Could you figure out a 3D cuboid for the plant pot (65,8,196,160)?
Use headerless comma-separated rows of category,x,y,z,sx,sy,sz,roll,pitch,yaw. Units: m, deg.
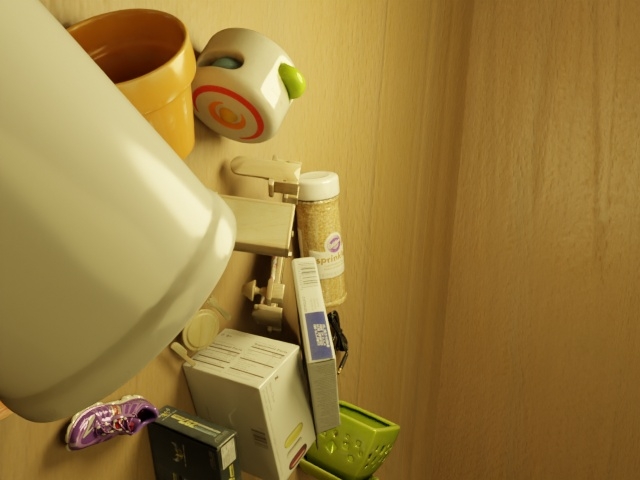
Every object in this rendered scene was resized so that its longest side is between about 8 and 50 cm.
plant pot,-0.280,-0.213,0.779,0.188,0.205,0.205,85,29,-51

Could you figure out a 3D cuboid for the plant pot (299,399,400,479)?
plant pot,0.078,0.615,1.524,0.227,0.228,0.207,31,75,-58

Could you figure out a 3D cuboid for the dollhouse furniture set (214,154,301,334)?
dollhouse furniture set,-0.153,0.021,1.179,0.355,0.173,0.303,101,-3,-64

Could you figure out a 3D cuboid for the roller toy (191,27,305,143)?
roller toy,-0.152,-0.283,0.968,0.191,0.209,0.146,31,65,-20

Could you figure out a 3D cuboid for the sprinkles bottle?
sprinkles bottle,0.000,0.000,1.352,0.121,0.121,0.355,-35,126,-52

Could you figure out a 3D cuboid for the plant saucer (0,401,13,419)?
plant saucer,-0.456,0.150,0.690,0.200,0.037,0.200,-22,116,-57

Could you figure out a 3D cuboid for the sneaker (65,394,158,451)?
sneaker,-0.350,0.308,0.870,0.170,0.071,0.068,-9,103,-58

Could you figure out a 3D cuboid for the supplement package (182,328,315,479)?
supplement package,-0.145,0.351,1.095,0.145,0.204,0.262,-41,129,-50

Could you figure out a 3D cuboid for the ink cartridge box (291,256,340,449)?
ink cartridge box,-0.010,0.266,1.222,0.324,0.071,0.330,-104,-173,-51

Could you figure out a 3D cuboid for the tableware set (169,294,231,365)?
tableware set,-0.272,0.143,1.002,0.128,0.039,0.194,-53,134,-23

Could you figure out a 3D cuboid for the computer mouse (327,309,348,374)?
computer mouse,0.014,0.352,1.517,0.262,0.060,0.184,-65,143,-48

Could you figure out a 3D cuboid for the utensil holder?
utensil holder,-0.330,-0.060,0.513,0.385,0.327,0.328,53,50,-33

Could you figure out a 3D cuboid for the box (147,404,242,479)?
box,-0.237,0.451,0.981,0.059,0.183,0.233,-26,119,-54
